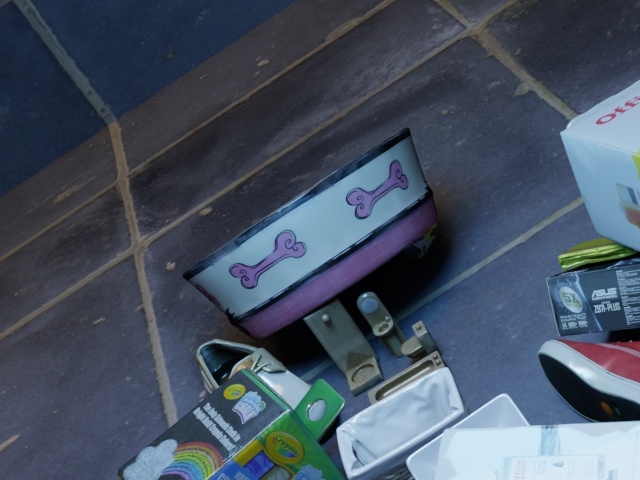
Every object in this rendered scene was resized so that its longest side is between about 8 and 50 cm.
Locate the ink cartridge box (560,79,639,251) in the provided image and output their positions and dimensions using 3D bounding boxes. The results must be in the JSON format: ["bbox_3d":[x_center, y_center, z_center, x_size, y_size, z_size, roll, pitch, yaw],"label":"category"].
[{"bbox_3d":[0.496,-0.089,1.546,0.279,0.160,0.384,-29,23,-14],"label":"ink cartridge box"}]

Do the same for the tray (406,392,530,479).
[{"bbox_3d":[0.213,0.303,1.540,0.145,0.030,0.270,-34,46,1],"label":"tray"}]

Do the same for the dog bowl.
[{"bbox_3d":[0.000,0.000,2.113,0.408,0.150,0.408,-33,1,0],"label":"dog bowl"}]

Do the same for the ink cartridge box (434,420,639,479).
[{"bbox_3d":[0.274,0.272,1.353,0.283,0.207,0.117,-7,52,31],"label":"ink cartridge box"}]

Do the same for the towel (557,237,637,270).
[{"bbox_3d":[0.373,0.011,1.806,0.102,0.021,0.237,-11,1,18],"label":"towel"}]

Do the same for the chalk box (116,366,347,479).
[{"bbox_3d":[-0.083,0.299,1.811,0.289,0.179,0.180,-38,25,-9],"label":"chalk box"}]

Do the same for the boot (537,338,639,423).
[{"bbox_3d":[0.385,0.138,1.652,0.176,0.088,0.244,-37,27,-18],"label":"boot"}]

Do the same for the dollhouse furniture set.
[{"bbox_3d":[0.078,0.149,1.933,0.144,0.123,0.151,-32,26,6],"label":"dollhouse furniture set"}]

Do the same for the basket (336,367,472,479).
[{"bbox_3d":[0.119,0.256,1.729,0.167,0.103,0.113,-31,26,8],"label":"basket"}]

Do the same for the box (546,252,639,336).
[{"bbox_3d":[0.393,0.058,1.702,0.180,0.077,0.147,-10,3,41],"label":"box"}]

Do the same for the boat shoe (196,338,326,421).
[{"bbox_3d":[-0.093,0.220,2.036,0.113,0.103,0.302,-46,28,-21],"label":"boat shoe"}]

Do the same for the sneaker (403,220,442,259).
[{"bbox_3d":[0.158,0.003,2.202,0.083,0.031,0.035,-43,13,-25],"label":"sneaker"}]
